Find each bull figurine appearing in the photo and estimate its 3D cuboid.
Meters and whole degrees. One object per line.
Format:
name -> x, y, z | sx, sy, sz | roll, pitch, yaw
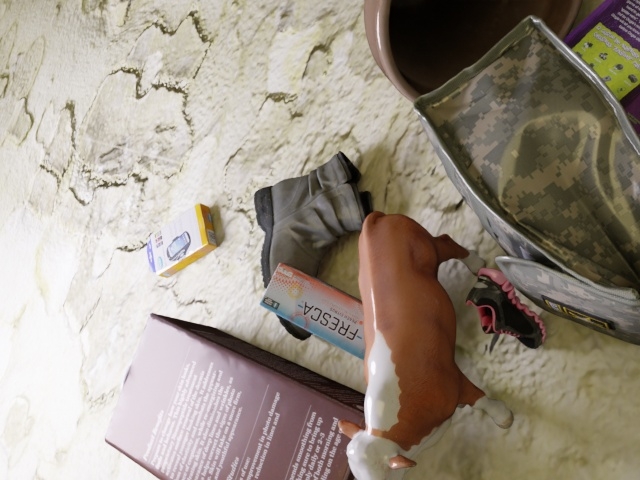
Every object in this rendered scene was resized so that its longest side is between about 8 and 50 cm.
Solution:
bull figurine -> 0.106, 0.117, 0.656 | 0.101, 0.188, 0.311 | -23, 57, 43

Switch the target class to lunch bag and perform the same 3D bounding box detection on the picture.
lunch bag -> 0.245, -0.022, 0.594 | 0.169, 0.235, 0.287 | -36, 58, 14

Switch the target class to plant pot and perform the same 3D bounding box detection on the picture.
plant pot -> 0.152, -0.326, 0.771 | 0.263, 0.263, 0.229 | -43, 40, 15

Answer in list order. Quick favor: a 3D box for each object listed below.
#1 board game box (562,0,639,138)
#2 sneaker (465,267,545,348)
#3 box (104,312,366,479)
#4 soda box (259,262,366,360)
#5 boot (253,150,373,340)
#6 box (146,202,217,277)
board game box -> 0.413, -0.146, 0.642 | 0.208, 0.056, 0.347 | -45, 56, 18
sneaker -> 0.197, 0.085, 0.669 | 0.057, 0.119, 0.047 | -51, 22, -19
box -> -0.091, 0.245, 0.796 | 0.381, 0.143, 0.191 | 17, 85, 35
soda box -> 0.020, 0.095, 0.772 | 0.183, 0.058, 0.063 | 27, 90, 9
boot -> 0.000, 0.000, 0.852 | 0.161, 0.083, 0.247 | -21, 65, 20
box -> -0.237, 0.005, 1.038 | 0.136, 0.028, 0.081 | -30, 60, 25
